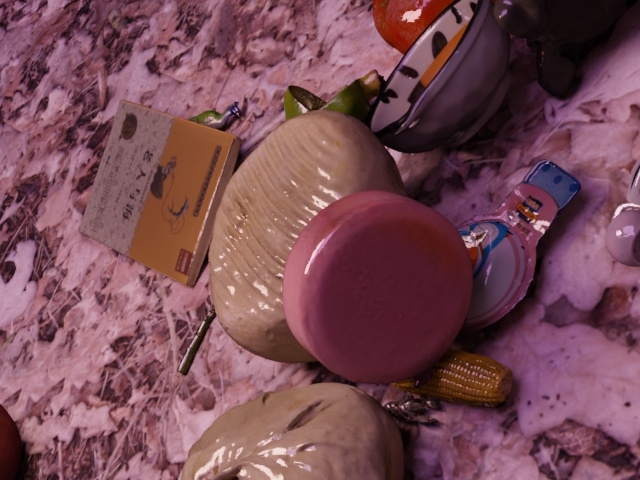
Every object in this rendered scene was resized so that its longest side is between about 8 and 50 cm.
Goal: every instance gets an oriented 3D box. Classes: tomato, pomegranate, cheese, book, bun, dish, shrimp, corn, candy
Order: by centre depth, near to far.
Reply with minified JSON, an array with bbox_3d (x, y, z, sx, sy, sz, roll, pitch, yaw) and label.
[{"bbox_3d":[0.075,0.066,1.640,0.255,0.255,0.094,-54,28,-2],"label":"candy"},{"bbox_3d":[-0.047,0.339,1.674,0.361,0.213,0.361,-23,51,31],"label":"bun"},{"bbox_3d":[0.166,0.176,1.702,0.203,0.072,0.072,7,67,44],"label":"corn"},{"bbox_3d":[0.126,0.225,1.739,0.092,0.029,0.038,10,61,40],"label":"shrimp"},{"bbox_3d":[0.235,0.014,1.751,0.286,0.074,0.189,-49,42,4],"label":"cheese"},{"bbox_3d":[0.000,0.000,1.833,0.326,0.234,0.362,3,77,56],"label":"bun"},{"bbox_3d":[0.188,-0.223,1.890,0.303,0.120,0.303,-51,14,18],"label":"dish"},{"bbox_3d":[0.029,-0.200,2.065,0.169,0.143,0.122,-9,91,-1],"label":"pomegranate"},{"bbox_3d":[0.176,-0.407,2.089,0.237,0.095,0.237,-24,47,29],"label":"tomato"},{"bbox_3d":[-0.294,-0.094,2.301,0.389,0.032,0.269,20,93,49],"label":"book"}]

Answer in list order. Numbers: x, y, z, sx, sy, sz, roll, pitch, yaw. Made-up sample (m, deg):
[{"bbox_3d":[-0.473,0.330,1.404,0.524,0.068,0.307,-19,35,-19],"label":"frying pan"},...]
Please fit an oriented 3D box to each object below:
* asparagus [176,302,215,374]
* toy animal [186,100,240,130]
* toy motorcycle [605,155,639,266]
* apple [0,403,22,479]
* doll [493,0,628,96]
[{"bbox_3d":[-0.198,0.157,2.092,0.018,0.015,0.127,16,74,38],"label":"asparagus"},{"bbox_3d":[-0.232,-0.194,2.357,0.217,0.041,0.075,-17,50,39],"label":"toy animal"},{"bbox_3d":[0.434,-0.086,1.612,0.112,0.112,0.254,31,86,49],"label":"toy motorcycle"},{"bbox_3d":[-0.659,0.375,2.195,0.306,0.235,0.306,-25,46,30],"label":"apple"},{"bbox_3d":[0.406,-0.395,1.760,0.378,0.252,0.382,16,80,48],"label":"doll"}]
